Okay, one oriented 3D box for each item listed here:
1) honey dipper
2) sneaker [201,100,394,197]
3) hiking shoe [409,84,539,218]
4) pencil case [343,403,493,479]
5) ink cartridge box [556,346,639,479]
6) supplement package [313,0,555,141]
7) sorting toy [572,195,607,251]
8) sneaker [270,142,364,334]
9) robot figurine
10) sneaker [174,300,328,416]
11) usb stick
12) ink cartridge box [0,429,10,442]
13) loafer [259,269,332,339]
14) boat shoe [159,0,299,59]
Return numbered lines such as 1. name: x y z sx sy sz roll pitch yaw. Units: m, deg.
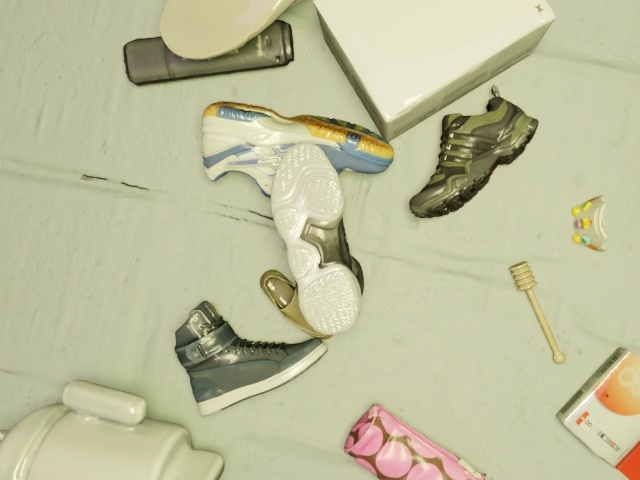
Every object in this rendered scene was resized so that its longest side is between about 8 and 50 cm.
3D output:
1. honey dipper: 0.327 0.110 0.865 0.030 0.030 0.161 -22 89 6
2. sneaker: -0.038 -0.127 0.894 0.296 0.112 0.131 12 110 7
3. hiking shoe: 0.210 -0.129 0.870 0.227 0.086 0.114 -39 71 -1
4. pencil case: 0.141 0.327 0.850 0.209 0.095 0.098 31 123 6
5. ink cartridge box: 0.460 0.268 0.836 0.179 0.045 0.145 42 94 9
6. supplement package: 0.156 -0.308 0.841 0.261 0.145 0.204 -31 85 4
7. sorting toy: 0.398 -0.026 0.836 0.044 0.075 0.083 -1 88 7
8. sneaker: 0.000 0.000 0.846 0.101 0.153 0.269 -12 84 7
9. robot figurine: -0.325 0.355 0.849 0.353 0.200 0.300 9 97 7
10. sneaker: -0.116 0.154 0.888 0.226 0.086 0.164 -24 88 7
11. usb stick: -0.182 -0.302 0.931 0.277 0.045 0.077 -5 87 6
12. ink cartridge box: -0.605 0.450 0.881 0.198 0.197 0.270 -4 87 6
13. loafer: -0.039 0.102 0.898 0.148 0.050 0.056 36 93 7
14. boat shoe: -0.076 -0.386 0.875 0.340 0.158 0.127 -29 97 14
